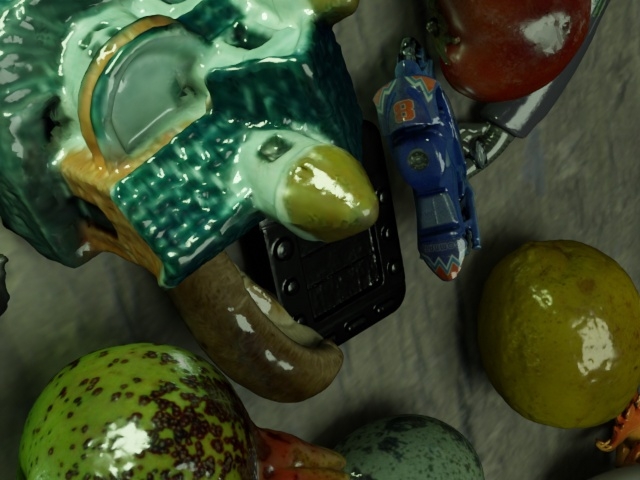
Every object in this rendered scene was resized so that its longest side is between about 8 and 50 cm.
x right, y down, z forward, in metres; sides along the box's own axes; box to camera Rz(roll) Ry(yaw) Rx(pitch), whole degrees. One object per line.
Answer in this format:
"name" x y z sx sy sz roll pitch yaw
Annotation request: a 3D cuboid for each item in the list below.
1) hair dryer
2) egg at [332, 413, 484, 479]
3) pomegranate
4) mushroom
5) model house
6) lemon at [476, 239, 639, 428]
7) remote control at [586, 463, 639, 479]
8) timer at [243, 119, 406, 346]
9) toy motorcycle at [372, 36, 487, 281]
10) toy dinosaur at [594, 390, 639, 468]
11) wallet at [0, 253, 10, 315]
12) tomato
"hair dryer" 0.195 -0.212 1.037 0.301 0.121 0.361 23 96 -36
"egg" 0.076 0.231 1.074 0.172 0.132 0.132 9 101 -31
"pomegranate" -0.096 0.181 0.835 0.248 0.214 0.214 2 106 -18
"mushroom" -0.063 0.062 0.880 0.072 0.094 0.210 -43 118 5
"model house" -0.065 -0.086 0.720 0.253 0.291 0.184 -40 134 -23
"lemon" 0.245 0.094 1.149 0.170 0.170 0.207 -22 114 -34
"remote control" 0.411 0.367 1.398 0.221 0.103 0.332 -30 136 25
"timer" 0.000 0.000 0.972 0.144 0.055 0.187 -28 120 -33
"toy motorcycle" 0.095 -0.074 0.981 0.114 0.076 0.205 -42 119 -67
"toy dinosaur" 0.407 0.235 1.417 0.288 0.070 0.117 28 76 -48
"wallet" -0.371 0.078 0.671 0.377 0.051 0.197 -41 127 -24
"tomato" 0.167 -0.189 0.944 0.139 0.091 0.159 -15 112 -19
